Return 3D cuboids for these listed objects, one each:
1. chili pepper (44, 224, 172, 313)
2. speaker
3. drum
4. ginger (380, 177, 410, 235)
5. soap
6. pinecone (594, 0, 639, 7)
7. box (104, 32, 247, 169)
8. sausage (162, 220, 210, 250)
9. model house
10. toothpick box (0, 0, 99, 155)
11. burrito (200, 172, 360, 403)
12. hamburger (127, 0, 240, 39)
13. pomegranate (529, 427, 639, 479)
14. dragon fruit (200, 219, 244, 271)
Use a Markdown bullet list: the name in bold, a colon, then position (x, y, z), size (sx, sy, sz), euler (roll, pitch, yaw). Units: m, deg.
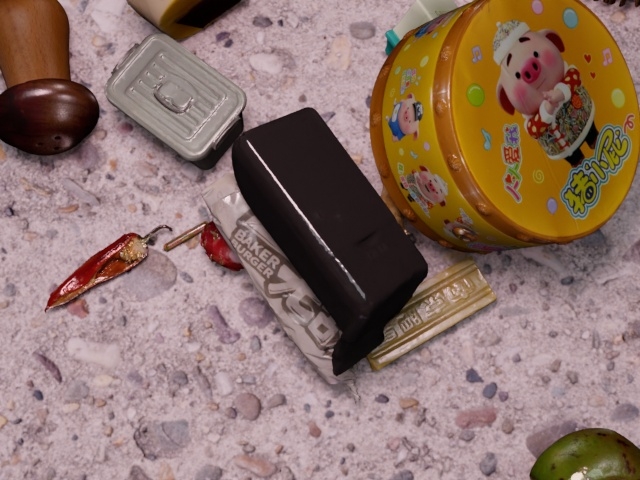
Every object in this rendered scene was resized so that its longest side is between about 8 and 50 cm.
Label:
- **chili pepper**: position (-0.384, 0.043, 1.635), size (0.268, 0.059, 0.050), euler (-35, 39, -4)
- **speaker**: position (0.000, 0.000, 1.467), size (0.180, 0.184, 0.388), euler (-29, 81, -42)
- **drum**: position (0.303, -0.187, 1.488), size (0.431, 0.214, 0.431), euler (4, 82, -31)
- **ginger**: position (0.163, -0.117, 1.604), size (0.148, 0.081, 0.334), euler (49, 48, -19)
- **soap**: position (0.179, 0.128, 1.598), size (0.252, 0.037, 0.092), euler (-30, 76, -5)
- **pinecone**: position (0.551, -0.523, 1.675), size (0.207, 0.208, 0.208), euler (0, 76, 2)
- **box**: position (-0.252, -0.242, 1.656), size (0.243, 0.135, 0.163), euler (36, 81, 9)
- **sausage**: position (-0.243, -0.008, 1.657), size (0.100, 0.015, 0.015), euler (-30, 77, -6)
- **model house**: position (0.191, -0.361, 1.678), size (0.127, 0.149, 0.100), euler (-19, 73, -47)
- **toothpick box**: position (-0.514, -0.300, 1.656), size (0.192, 0.192, 0.294), euler (-16, 71, -2)
- **burrito**: position (-0.039, 0.075, 1.548), size (0.139, 0.101, 0.446), euler (-35, 95, -41)
- **hamburger**: position (-0.241, -0.475, 1.636), size (0.227, 0.295, 0.151), euler (-30, 88, 1)
- **pomegranate**: position (0.439, 0.372, 1.423), size (0.159, 0.241, 0.190), euler (-45, 62, -7)
- **dragon fruit**: position (-0.124, 0.019, 1.610), size (0.190, 0.094, 0.094), euler (24, 78, 1)
